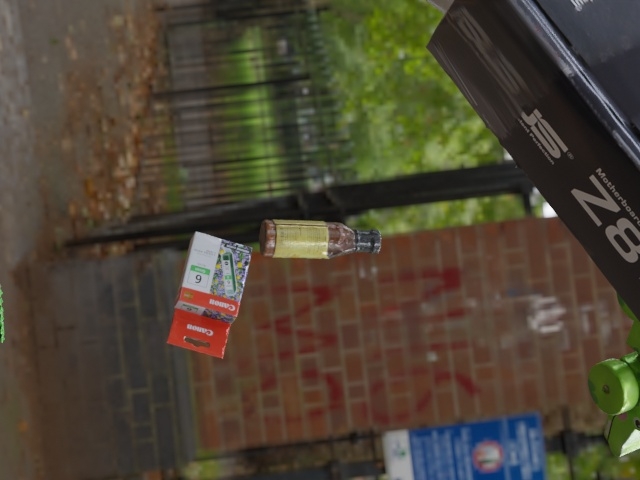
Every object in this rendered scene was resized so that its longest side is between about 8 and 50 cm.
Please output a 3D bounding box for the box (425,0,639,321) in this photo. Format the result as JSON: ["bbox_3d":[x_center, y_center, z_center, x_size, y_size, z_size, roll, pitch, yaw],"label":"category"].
[{"bbox_3d":[0.297,-0.080,0.608,0.318,0.395,0.097,53,-19,8],"label":"box"}]

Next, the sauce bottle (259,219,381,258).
[{"bbox_3d":[0.000,0.000,1.417,0.042,0.128,0.042,-177,-90,-78],"label":"sauce bottle"}]

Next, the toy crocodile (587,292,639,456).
[{"bbox_3d":[0.402,0.120,1.557,0.105,0.115,0.340,46,-42,44],"label":"toy crocodile"}]

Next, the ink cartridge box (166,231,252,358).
[{"bbox_3d":[-0.111,0.054,1.343,0.029,0.063,0.115,129,-25,-63],"label":"ink cartridge box"}]

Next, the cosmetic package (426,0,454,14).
[{"bbox_3d":[0.252,-0.299,1.027,0.156,0.385,0.217,43,12,27],"label":"cosmetic package"}]

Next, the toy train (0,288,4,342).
[{"bbox_3d":[-0.380,0.085,1.570,0.024,0.017,0.083,-95,-170,-58],"label":"toy train"}]
